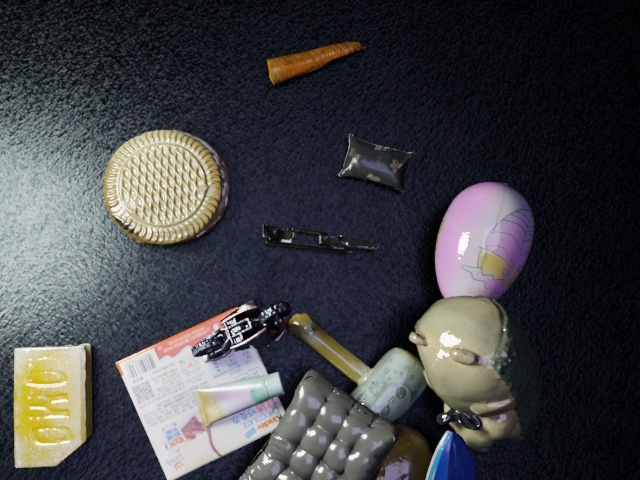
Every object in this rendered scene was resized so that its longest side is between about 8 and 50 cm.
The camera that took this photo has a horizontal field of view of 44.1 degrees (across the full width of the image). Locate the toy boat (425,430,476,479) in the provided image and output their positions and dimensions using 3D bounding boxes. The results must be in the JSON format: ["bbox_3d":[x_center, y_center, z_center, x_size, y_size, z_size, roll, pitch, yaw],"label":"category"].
[{"bbox_3d":[0.250,0.489,1.558,0.129,0.088,0.295,-25,126,-35],"label":"toy boat"}]

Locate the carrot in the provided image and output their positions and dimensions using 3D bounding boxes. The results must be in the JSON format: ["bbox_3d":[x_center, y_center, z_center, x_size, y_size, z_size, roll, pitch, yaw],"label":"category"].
[{"bbox_3d":[-0.008,-0.396,1.709,0.224,0.057,0.057,-21,87,-11],"label":"carrot"}]

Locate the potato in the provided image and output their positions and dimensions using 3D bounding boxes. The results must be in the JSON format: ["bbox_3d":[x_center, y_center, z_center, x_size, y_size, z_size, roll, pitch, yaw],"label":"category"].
[{"bbox_3d":[0.158,0.504,1.615,0.138,0.098,0.243,24,83,-5],"label":"potato"}]

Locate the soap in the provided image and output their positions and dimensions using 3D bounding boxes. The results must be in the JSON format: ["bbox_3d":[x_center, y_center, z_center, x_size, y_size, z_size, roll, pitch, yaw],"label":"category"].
[{"bbox_3d":[-0.529,0.325,1.564,0.140,0.073,0.232,-2,85,-2],"label":"soap"}]

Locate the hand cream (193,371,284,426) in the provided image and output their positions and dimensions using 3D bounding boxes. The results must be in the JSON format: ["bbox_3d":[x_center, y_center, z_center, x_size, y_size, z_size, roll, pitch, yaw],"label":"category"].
[{"bbox_3d":[-0.160,0.311,1.579,0.174,0.047,0.076,-16,88,-2],"label":"hand cream"}]

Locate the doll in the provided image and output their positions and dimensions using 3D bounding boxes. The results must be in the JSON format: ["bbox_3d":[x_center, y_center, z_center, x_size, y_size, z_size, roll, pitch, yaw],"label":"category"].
[{"bbox_3d":[0.316,0.270,1.559,0.247,0.247,0.349,-44,130,-9],"label":"doll"}]

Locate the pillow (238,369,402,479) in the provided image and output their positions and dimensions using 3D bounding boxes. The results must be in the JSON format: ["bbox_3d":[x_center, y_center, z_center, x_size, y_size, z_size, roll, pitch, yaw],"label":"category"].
[{"bbox_3d":[-0.020,0.441,1.538,0.228,0.101,0.326,33,98,11],"label":"pillow"}]

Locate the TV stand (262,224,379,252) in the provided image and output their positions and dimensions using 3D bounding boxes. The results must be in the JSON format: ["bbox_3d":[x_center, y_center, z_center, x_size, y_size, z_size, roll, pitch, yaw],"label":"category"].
[{"bbox_3d":[0.000,0.000,1.675,0.249,0.036,0.042,7,82,-6],"label":"TV stand"}]

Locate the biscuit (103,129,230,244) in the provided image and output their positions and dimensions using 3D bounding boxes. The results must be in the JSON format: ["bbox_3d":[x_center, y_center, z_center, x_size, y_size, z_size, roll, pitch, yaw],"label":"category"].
[{"bbox_3d":[-0.314,-0.109,1.628,0.259,0.079,0.259,1,85,-7],"label":"biscuit"}]

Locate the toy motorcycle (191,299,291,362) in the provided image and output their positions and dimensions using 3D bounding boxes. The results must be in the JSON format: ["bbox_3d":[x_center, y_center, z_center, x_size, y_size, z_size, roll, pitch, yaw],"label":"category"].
[{"bbox_3d":[-0.151,0.182,1.568,0.213,0.122,0.082,-26,64,0],"label":"toy motorcycle"}]

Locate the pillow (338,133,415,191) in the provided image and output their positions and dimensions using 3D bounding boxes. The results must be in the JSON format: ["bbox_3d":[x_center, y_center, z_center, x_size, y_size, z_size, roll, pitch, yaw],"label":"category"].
[{"bbox_3d":[0.122,-0.167,1.700,0.150,0.048,0.090,14,75,-1],"label":"pillow"}]

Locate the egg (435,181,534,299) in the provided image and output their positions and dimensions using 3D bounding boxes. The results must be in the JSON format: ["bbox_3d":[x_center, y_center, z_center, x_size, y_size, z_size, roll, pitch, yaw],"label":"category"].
[{"bbox_3d":[0.335,0.012,1.632,0.196,0.196,0.271,20,75,-4],"label":"egg"}]

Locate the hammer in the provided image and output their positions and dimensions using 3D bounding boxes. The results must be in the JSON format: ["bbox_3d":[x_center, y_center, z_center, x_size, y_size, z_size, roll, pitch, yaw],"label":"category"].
[{"bbox_3d":[0.059,0.253,1.634,0.305,0.113,0.202,41,78,7],"label":"hammer"}]

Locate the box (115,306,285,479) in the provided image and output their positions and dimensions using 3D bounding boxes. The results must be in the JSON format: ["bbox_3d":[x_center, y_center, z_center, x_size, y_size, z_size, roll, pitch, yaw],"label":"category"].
[{"bbox_3d":[-0.238,0.310,1.611,0.273,0.048,0.265,-23,87,-10],"label":"box"}]
